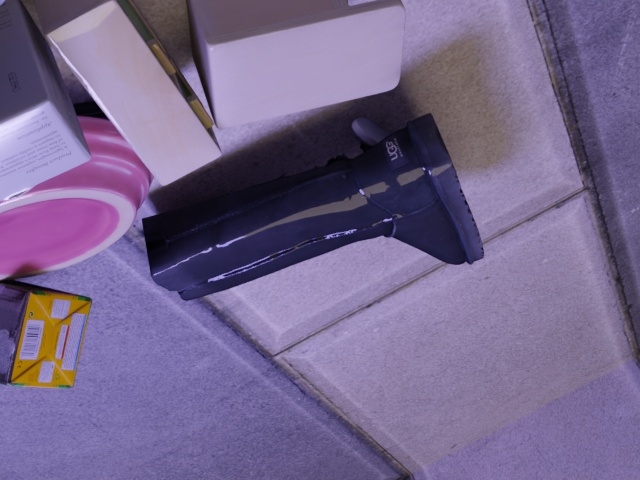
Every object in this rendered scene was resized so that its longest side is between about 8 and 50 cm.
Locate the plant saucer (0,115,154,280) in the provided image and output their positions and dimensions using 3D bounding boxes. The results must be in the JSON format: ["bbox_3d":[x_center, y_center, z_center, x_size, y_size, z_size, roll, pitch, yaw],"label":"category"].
[{"bbox_3d":[-0.364,-0.038,1.480,0.332,0.084,0.332,-17,161,-6],"label":"plant saucer"}]

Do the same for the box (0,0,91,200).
[{"bbox_3d":[-0.370,-0.144,1.272,0.181,0.181,0.119,-25,148,-2],"label":"box"}]

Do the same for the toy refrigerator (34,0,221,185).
[{"bbox_3d":[-0.212,-0.193,1.344,0.094,0.102,0.269,-28,139,4],"label":"toy refrigerator"}]

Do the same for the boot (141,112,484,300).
[{"bbox_3d":[-0.001,-0.001,1.761,0.445,0.146,0.367,-23,148,6],"label":"boot"}]

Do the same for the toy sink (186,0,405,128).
[{"bbox_3d":[-0.032,-0.251,1.403,0.234,0.131,0.152,-14,149,-9],"label":"toy sink"}]

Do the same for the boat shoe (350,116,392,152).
[{"bbox_3d":[0.082,-0.141,1.741,0.040,0.049,0.142,-38,150,21],"label":"boat shoe"}]

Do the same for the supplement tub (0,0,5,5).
[{"bbox_3d":[-0.457,-0.206,1.085,0.338,0.207,0.207,-38,147,21],"label":"supplement tub"}]

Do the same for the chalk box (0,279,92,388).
[{"bbox_3d":[-0.446,0.118,1.621,0.213,0.132,0.132,11,178,31],"label":"chalk box"}]

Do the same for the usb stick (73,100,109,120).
[{"bbox_3d":[-0.340,-0.130,1.450,0.278,0.045,0.077,-12,147,-22],"label":"usb stick"}]
